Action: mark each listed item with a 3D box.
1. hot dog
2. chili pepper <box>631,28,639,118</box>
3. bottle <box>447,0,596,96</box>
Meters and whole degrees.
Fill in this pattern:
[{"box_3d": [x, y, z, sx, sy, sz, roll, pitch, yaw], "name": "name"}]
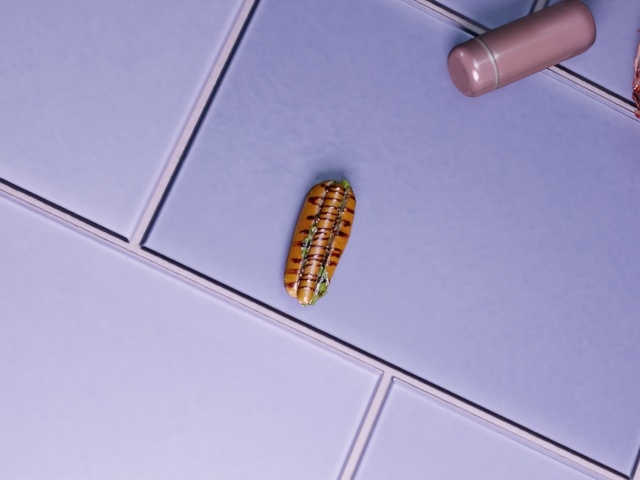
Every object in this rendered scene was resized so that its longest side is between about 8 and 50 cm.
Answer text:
[{"box_3d": [0.000, 0.000, 1.280, 0.049, 0.037, 0.122, 17, 74, -7], "name": "hot dog"}, {"box_3d": [0.423, -0.147, 1.389, 0.252, 0.136, 0.144, 10, 31, -22], "name": "chili pepper"}, {"box_3d": [0.187, -0.178, 1.354, 0.140, 0.053, 0.053, -23, 85, -18], "name": "bottle"}]
